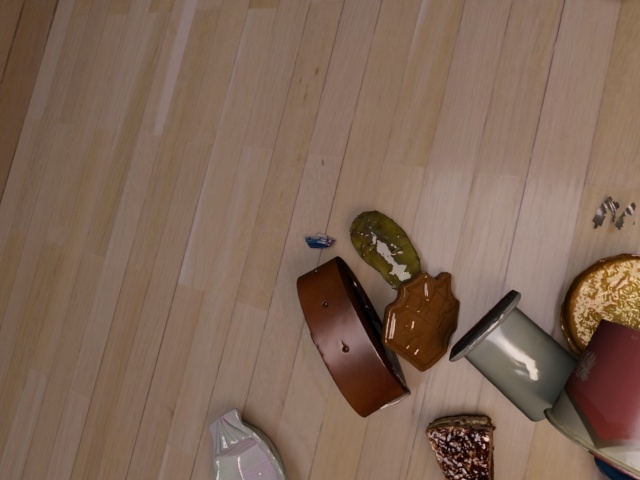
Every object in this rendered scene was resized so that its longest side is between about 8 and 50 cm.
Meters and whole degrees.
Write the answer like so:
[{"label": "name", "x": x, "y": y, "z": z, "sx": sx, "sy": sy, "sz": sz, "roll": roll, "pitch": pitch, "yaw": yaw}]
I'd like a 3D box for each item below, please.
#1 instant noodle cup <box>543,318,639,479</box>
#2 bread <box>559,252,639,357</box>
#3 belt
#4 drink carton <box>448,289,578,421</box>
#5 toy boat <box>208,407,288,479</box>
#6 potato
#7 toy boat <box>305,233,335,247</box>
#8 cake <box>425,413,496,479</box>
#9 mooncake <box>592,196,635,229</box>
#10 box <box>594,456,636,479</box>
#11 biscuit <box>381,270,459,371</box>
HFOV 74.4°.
[{"label": "instant noodle cup", "x": 0.474, "y": 0.228, "z": 0.606, "sx": 0.235, "sy": 0.235, "sz": 0.178, "roll": 20, "pitch": 91, "yaw": 25}, {"label": "bread", "x": 0.524, "y": 0.125, "z": 0.771, "sx": 0.140, "sy": 0.143, "sz": 0.228, "roll": 15, "pitch": 89, "yaw": 26}, {"label": "belt", "x": 0.065, "y": 0.205, "z": 0.926, "sx": 0.122, "sy": 0.217, "sz": 0.338, "roll": -30, "pitch": 67, "yaw": 11}, {"label": "drink carton", "x": 0.373, "y": 0.227, "z": 0.807, "sx": 0.185, "sy": 0.191, "sz": 0.189, "roll": -43, "pitch": 74, "yaw": 10}, {"label": "toy boat", "x": -0.167, "y": 0.559, "z": 1.031, "sx": 0.200, "sy": 0.100, "sz": 0.290, "roll": -36, "pitch": 70, "yaw": 14}, {"label": "potato", "x": 0.154, "y": 0.023, "z": 0.982, "sx": 0.117, "sy": 0.090, "sz": 0.225, "roll": -42, "pitch": 67, "yaw": 13}, {"label": "toy boat", "x": 0.000, "y": 0.000, "z": 1.088, "sx": 0.084, "sy": 0.038, "sz": 0.038, "roll": 2, "pitch": 82, "yaw": 25}, {"label": "cake", "x": 0.276, "y": 0.477, "z": 0.844, "sx": 0.135, "sy": 0.112, "sz": 0.245, "roll": 0, "pitch": 85, "yaw": 27}, {"label": "mooncake", "x": 0.711, "y": -0.057, "z": 0.767, "sx": 0.347, "sy": 0.057, "sz": 0.150, "roll": 15, "pitch": 75, "yaw": 28}, {"label": "box", "x": 0.603, "y": 0.444, "z": 0.655, "sx": 0.292, "sy": 0.262, "sz": 0.206, "roll": -7, "pitch": 91, "yaw": 14}, {"label": "biscuit", "x": 0.225, "y": 0.156, "z": 0.895, "sx": 0.215, "sy": 0.182, "sz": 0.034, "roll": -58, "pitch": 23, "yaw": -15}]
